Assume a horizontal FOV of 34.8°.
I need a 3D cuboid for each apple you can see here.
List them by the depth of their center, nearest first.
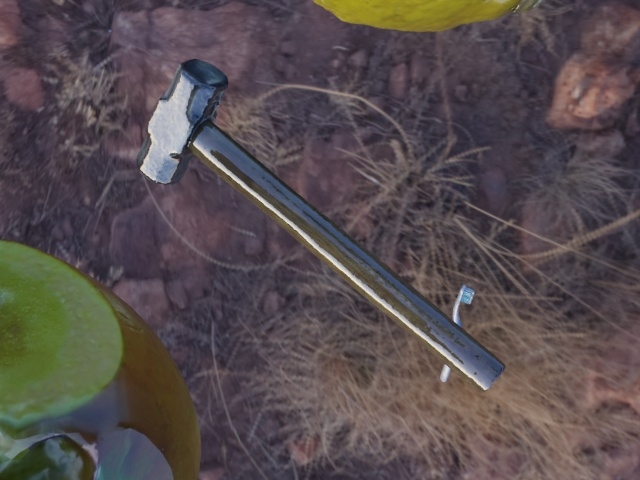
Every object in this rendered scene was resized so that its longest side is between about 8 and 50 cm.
[{"bbox_3d":[-0.306,0.192,0.978,0.384,0.374,0.374,38,92,-35],"label":"apple"}]

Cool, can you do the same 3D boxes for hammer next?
[{"bbox_3d":[0.000,0.000,0.850,0.365,0.043,0.111,40,122,10],"label":"hammer"}]

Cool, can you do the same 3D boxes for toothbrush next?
[{"bbox_3d":[0.139,0.099,1.066,0.017,0.014,0.162,23,141,13],"label":"toothbrush"}]

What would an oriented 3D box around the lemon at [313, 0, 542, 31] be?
[{"bbox_3d":[0.098,-0.392,1.104,0.350,0.350,0.387,-45,97,0],"label":"lemon"}]
